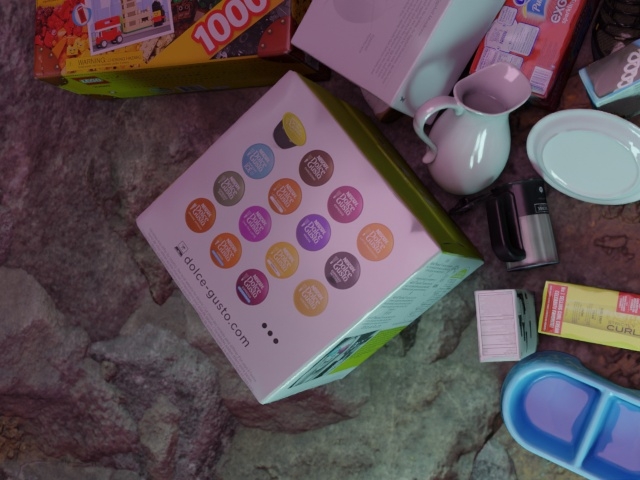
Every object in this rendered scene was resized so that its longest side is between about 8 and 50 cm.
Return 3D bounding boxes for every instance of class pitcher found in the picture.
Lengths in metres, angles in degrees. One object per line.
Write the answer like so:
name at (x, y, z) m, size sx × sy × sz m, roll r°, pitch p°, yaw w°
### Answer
pitcher at (0.206, -0.155, 1.296) m, size 0.178 × 0.207 × 0.125 m, roll -15°, pitch 60°, yaw -16°

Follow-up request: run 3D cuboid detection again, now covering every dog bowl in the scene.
dog bowl at (0.406, 0.277, 1.292) m, size 0.297 × 0.074 × 0.165 m, roll 23°, pitch 95°, yaw 22°

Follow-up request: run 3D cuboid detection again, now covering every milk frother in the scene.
milk frother at (0.285, -0.016, 1.357) m, size 0.143 × 0.129 × 0.134 m, roll -23°, pitch 74°, yaw 63°

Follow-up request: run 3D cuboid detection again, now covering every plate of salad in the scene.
plate of salad at (0.404, -0.126, 1.274) m, size 0.200 × 0.200 × 0.048 m, roll 17°, pitch 58°, yaw 22°

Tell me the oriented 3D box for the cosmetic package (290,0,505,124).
cosmetic package at (0.117, -0.333, 1.313) m, size 0.225 × 0.138 × 0.224 m, roll 40°, pitch 106°, yaw 33°

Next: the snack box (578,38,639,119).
snack box at (0.532, -0.271, 1.215) m, size 0.322 × 0.187 × 0.060 m, roll -27°, pitch 76°, yaw 18°

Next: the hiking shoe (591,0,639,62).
hiking shoe at (0.454, -0.360, 1.291) m, size 0.086 × 0.114 × 0.226 m, roll 14°, pitch 92°, yaw 22°

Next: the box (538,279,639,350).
box at (0.450, 0.117, 1.292) m, size 0.232 × 0.058 × 0.087 m, roll 10°, pitch 91°, yaw 22°

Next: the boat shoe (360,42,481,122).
boat shoe at (0.175, -0.315, 1.408) m, size 0.277 × 0.098 × 0.096 m, roll -41°, pitch 74°, yaw 16°

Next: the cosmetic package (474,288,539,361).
cosmetic package at (0.277, 0.121, 1.263) m, size 0.060 × 0.239 × 0.098 m, roll -3°, pitch 86°, yaw 20°

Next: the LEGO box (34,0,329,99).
LEGO box at (-0.240, -0.465, 1.530) m, size 0.500 × 0.193 × 0.372 m, roll -1°, pitch 86°, yaw 21°

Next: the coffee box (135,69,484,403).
coffee box at (0.000, 0.000, 1.328) m, size 0.334 × 0.338 × 0.337 m, roll -41°, pitch 74°, yaw 14°

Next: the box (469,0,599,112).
box at (0.342, -0.343, 1.329) m, size 0.128 × 0.123 × 0.256 m, roll 22°, pitch 95°, yaw 21°
